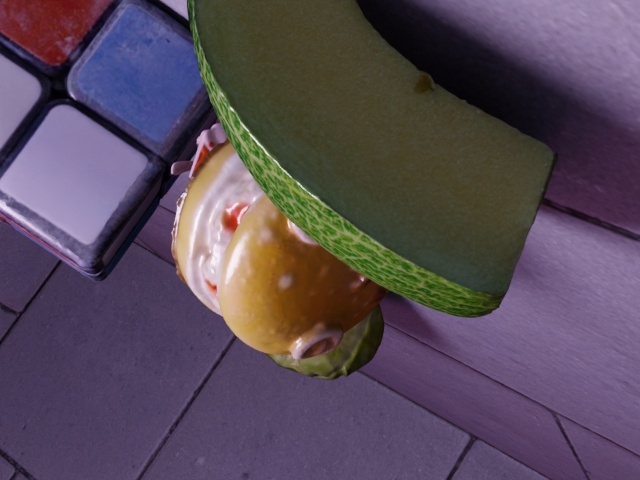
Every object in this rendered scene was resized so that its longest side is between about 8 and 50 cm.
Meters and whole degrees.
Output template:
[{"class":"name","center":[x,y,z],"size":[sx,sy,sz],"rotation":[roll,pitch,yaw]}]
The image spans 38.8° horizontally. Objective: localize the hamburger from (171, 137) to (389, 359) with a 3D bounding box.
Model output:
[{"class":"hamburger","center":[0.000,0.000,1.050],"size":[0.302,0.261,0.186],"rotation":[-12,-144,-41]}]

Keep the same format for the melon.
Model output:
[{"class":"melon","center":[0.031,-0.104,0.798],"size":[0.343,0.226,0.331],"rotation":[28,-156,3]}]

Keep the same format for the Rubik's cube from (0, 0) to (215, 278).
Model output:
[{"class":"Rubik's cube","center":[-0.330,-0.160,1.185],"size":[0.313,0.316,0.318],"rotation":[35,167,-6]}]

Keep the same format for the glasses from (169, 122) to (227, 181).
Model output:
[{"class":"glasses","center":[-0.083,-0.096,1.137],"size":[0.095,0.162,0.255],"rotation":[26,169,41]}]

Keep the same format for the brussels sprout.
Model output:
[{"class":"brussels sprout","center":[-0.028,0.128,1.725],"size":[0.328,0.247,0.328],"rotation":[28,167,7]}]
